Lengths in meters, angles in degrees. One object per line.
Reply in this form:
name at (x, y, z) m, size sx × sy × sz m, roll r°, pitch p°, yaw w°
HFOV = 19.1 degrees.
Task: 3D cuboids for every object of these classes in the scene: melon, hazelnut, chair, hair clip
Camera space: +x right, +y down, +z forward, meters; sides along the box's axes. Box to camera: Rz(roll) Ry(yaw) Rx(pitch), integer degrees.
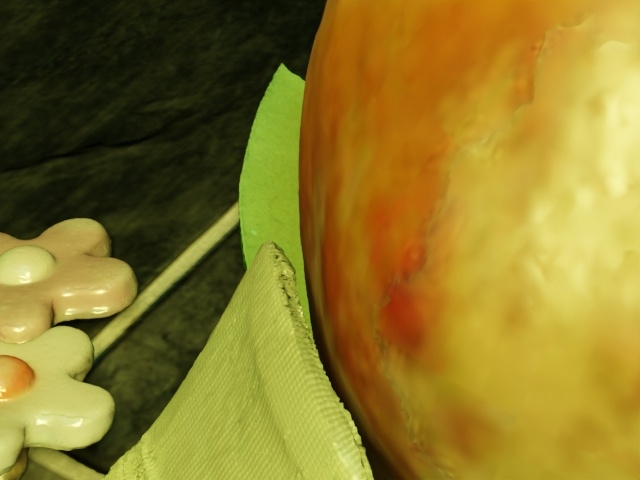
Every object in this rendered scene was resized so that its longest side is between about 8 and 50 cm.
melon at (0.000, 0.000, 1.209) m, size 0.114 × 0.053 × 0.261 m, roll 9°, pitch 47°, yaw -9°
hazelnut at (0.146, -0.032, 0.765) m, size 0.366 × 0.365 × 0.365 m, roll -4°, pitch 44°, yaw 4°
chair at (-0.042, 0.172, 0.809) m, size 0.319 × 0.186 × 0.160 m, roll -45°, pitch 38°, yaw 23°
hair clip at (-0.184, 0.066, 1.137) m, size 0.146 × 0.075 × 0.257 m, roll -7°, pitch 39°, yaw 7°
